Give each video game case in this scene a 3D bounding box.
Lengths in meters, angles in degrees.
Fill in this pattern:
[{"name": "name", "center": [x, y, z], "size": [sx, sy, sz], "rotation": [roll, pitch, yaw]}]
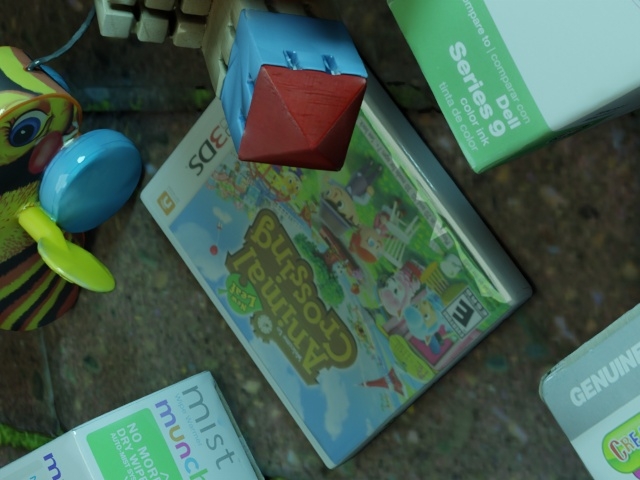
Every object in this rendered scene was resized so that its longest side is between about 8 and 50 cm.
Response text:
[{"name": "video game case", "center": [0.000, 0.000, 0.986], "size": [0.212, 0.023, 0.193], "rotation": [54, 133, 13]}]

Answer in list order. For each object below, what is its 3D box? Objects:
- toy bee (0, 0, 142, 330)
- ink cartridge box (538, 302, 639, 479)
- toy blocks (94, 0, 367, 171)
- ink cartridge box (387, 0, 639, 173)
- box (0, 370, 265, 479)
[{"name": "toy bee", "center": [-0.202, -0.061, 1.050], "size": [0.195, 0.162, 0.298], "rotation": [22, 119, 38]}, {"name": "ink cartridge box", "center": [0.284, 0.083, 0.689], "size": [0.309, 0.130, 0.272], "rotation": [-42, 77, 42]}, {"name": "toy blocks", "center": [-0.021, -0.212, 0.730], "size": [0.261, 0.190, 0.381], "rotation": [-110, 31, -53]}, {"name": "ink cartridge box", "center": [0.160, -0.121, 0.708], "size": [0.212, 0.154, 0.093], "rotation": [-31, 84, 43]}, {"name": "box", "center": [-0.119, 0.250, 1.116], "size": [0.231, 0.127, 0.262], "rotation": [-28, 85, 46]}]
